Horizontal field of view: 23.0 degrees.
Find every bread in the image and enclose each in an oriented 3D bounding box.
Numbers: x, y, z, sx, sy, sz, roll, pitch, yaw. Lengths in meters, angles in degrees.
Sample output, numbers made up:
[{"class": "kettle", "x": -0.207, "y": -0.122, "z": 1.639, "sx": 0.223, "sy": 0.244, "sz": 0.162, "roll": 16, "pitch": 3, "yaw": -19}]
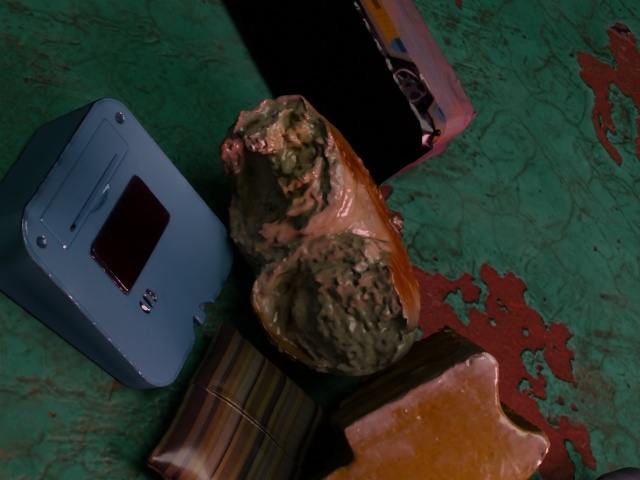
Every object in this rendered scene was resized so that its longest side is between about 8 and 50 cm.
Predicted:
[{"class": "bread", "x": 0.000, "y": -0.004, "z": 1.730, "sx": 0.314, "sy": 0.171, "sz": 0.192, "roll": 65, "pitch": 16, "yaw": 0}]

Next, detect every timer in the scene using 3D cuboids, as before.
[{"class": "timer", "x": -0.216, "y": 0.009, "z": 1.626, "sx": 0.250, "sy": 0.091, "sz": 0.232, "roll": 49, "pitch": 42, "yaw": -24}]

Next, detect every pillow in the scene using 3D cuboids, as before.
[{"class": "pillow", "x": -0.065, "y": 0.215, "z": 1.628, "sx": 0.212, "sy": 0.052, "sz": 0.208, "roll": 43, "pitch": 46, "yaw": -16}]

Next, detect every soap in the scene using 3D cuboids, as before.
[{"class": "soap", "x": 0.067, "y": 0.236, "z": 1.705, "sx": 0.304, "sy": 0.338, "sz": 0.169, "roll": -31, "pitch": 93, "yaw": -2}]

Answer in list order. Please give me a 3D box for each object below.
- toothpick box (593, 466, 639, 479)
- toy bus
[{"class": "toothpick box", "x": 0.333, "y": 0.334, "z": 1.868, "sx": 0.153, "sy": 0.101, "sz": 0.101, "roll": -9, "pitch": 72, "yaw": -44}, {"class": "toy bus", "x": 0.028, "y": -0.256, "z": 1.917, "sx": 0.162, "sy": 0.171, "sz": 0.386, "roll": -19, "pitch": 79, "yaw": -56}]
